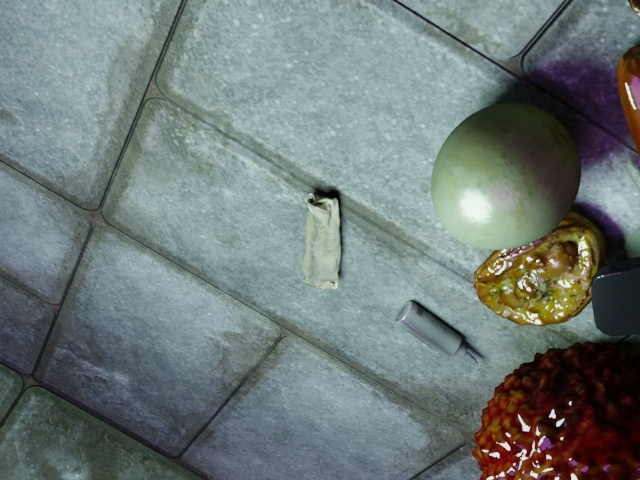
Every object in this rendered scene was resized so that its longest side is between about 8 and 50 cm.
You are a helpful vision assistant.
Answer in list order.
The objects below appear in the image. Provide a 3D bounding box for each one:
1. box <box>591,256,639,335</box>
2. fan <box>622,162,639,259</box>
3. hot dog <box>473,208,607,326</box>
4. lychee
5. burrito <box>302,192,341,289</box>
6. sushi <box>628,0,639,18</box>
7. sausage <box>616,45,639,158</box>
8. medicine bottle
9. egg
[{"bbox_3d":[0.566,0.093,1.818,0.213,0.042,0.201,-10,139,7],"label":"box"},{"bbox_3d":[0.567,-0.018,1.761,0.191,0.009,0.329,-11,132,42],"label":"fan"},{"bbox_3d":[0.384,0.053,1.873,0.196,0.122,0.272,26,146,-8],"label":"hot dog"},{"bbox_3d":[0.514,0.392,1.991,0.500,0.424,0.425,4,164,-42],"label":"lychee"},{"bbox_3d":[0.000,0.000,2.105,0.082,0.059,0.275,11,142,10],"label":"burrito"},{"bbox_3d":[0.460,-0.311,1.441,0.099,0.047,0.050,7,155,-1],"label":"sushi"},{"bbox_3d":[0.500,-0.158,1.567,0.083,0.089,0.300,-9,132,30],"label":"sausage"},{"bbox_3d":[0.245,0.200,2.196,0.199,0.057,0.057,35,143,-13],"label":"medicine bottle"},{"bbox_3d":[0.279,-0.090,1.681,0.218,0.218,0.295,31,151,-6],"label":"egg"}]
